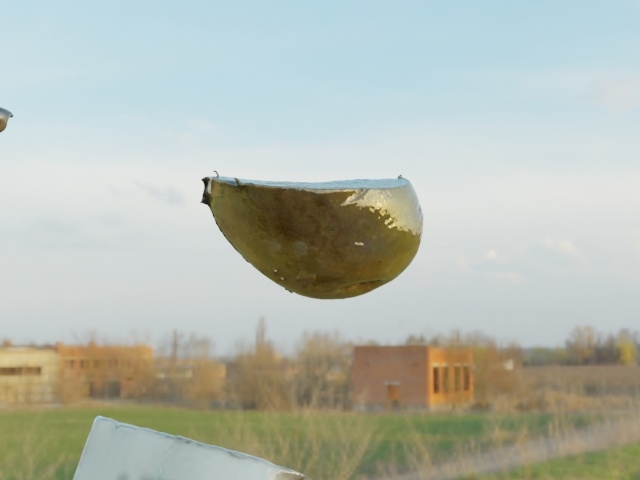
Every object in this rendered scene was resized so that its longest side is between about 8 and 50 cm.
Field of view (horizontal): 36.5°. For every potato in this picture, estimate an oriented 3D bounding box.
[{"bbox_3d":[0.000,0.000,1.018,0.243,0.138,0.098,-1,11,-17],"label":"potato"}]

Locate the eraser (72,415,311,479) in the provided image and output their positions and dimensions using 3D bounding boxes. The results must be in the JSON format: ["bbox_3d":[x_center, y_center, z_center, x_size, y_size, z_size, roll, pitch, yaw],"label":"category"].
[{"bbox_3d":[-0.083,0.272,0.329,0.098,0.404,0.096,7,-16,33],"label":"eraser"}]

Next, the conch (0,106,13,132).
[{"bbox_3d":[-0.392,-0.128,0.824,0.232,0.086,0.080,11,-37,-2],"label":"conch"}]
